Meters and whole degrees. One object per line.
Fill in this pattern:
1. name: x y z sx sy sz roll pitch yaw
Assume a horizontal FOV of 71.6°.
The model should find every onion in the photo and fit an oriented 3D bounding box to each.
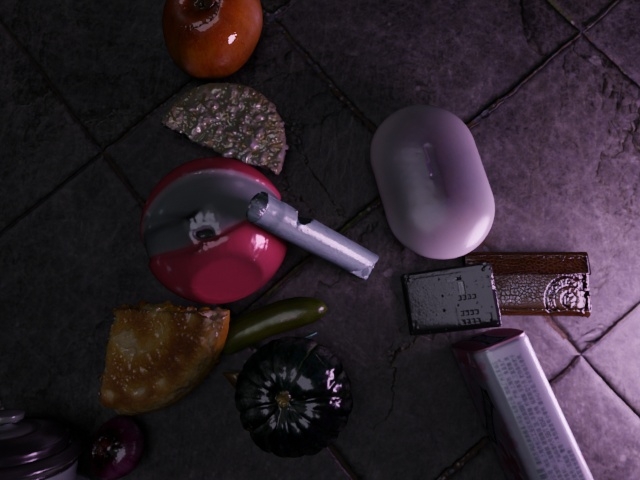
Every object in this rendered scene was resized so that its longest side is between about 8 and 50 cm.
1. onion: -0.402 0.403 0.866 0.115 0.104 0.115 -7 69 20

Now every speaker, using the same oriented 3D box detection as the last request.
1. speaker: -0.211 -0.028 0.887 0.294 0.294 0.294 -1 81 4

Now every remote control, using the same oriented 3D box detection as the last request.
1. remote control: 0.226 -0.124 0.907 0.221 0.103 0.332 -13 80 -4

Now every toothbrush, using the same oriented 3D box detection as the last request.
1. toothbrush: -0.082 0.222 0.919 0.167 0.011 0.014 -24 75 0

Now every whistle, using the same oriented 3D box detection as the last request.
1. whistle: 0.000 0.000 0.839 0.062 0.312 0.062 -27 49 36

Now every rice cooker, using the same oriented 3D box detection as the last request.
1. rice cooker: -0.578 0.455 0.791 0.316 0.264 0.316 0 85 -5

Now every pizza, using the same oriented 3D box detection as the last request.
1. pizza: -0.323 0.210 0.883 0.335 0.086 0.226 -41 79 12

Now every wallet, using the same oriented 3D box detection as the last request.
1. wallet: 0.414 0.087 0.894 0.243 0.039 0.133 1 82 4

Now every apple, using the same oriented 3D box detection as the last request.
1. apple: -0.237 -0.472 0.960 0.210 0.173 0.235 9 83 6

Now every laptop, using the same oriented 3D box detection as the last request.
1. laptop: 0.259 0.118 0.891 0.180 0.016 0.129 -11 79 18

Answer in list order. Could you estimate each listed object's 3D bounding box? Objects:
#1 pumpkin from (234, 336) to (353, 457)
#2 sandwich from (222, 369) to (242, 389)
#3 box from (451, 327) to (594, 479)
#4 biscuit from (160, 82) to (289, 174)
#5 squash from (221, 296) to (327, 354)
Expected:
1. pumpkin: -0.051 0.289 0.831 0.220 0.162 0.220 -3 76 12
2. sandwich: -0.156 0.285 0.903 0.044 0.031 0.083 -43 80 -2
3. box: 0.368 0.346 0.781 0.112 0.190 0.370 -23 81 0
4. biscuit: -0.184 -0.255 0.969 0.281 0.084 0.179 27 79 5
5. squash: -0.112 0.169 0.902 0.258 0.069 0.069 -21 80 0
